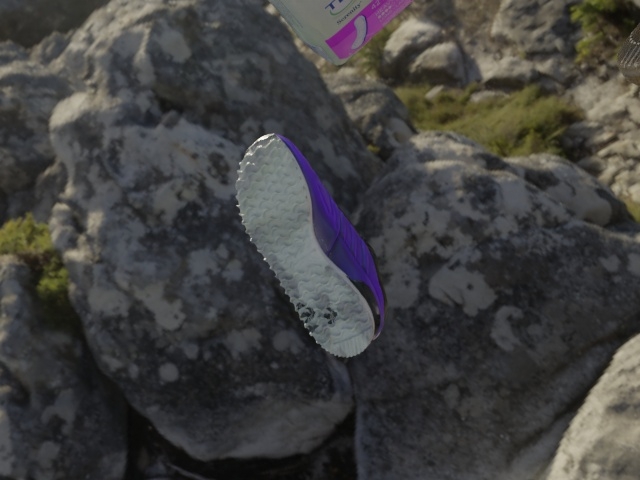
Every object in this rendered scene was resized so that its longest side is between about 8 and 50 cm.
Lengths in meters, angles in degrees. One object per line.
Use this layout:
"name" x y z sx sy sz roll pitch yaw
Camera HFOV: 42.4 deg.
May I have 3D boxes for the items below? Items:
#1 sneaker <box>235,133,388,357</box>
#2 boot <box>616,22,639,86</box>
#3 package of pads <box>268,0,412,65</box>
"sneaker" -0.001 0.001 1.062 0.102 0.146 0.293 -27 86 28
"boot" 0.279 -0.066 0.435 0.090 0.207 0.248 -55 7 11
"package of pads" 0.055 -0.324 0.743 0.296 0.229 0.101 -43 62 7
